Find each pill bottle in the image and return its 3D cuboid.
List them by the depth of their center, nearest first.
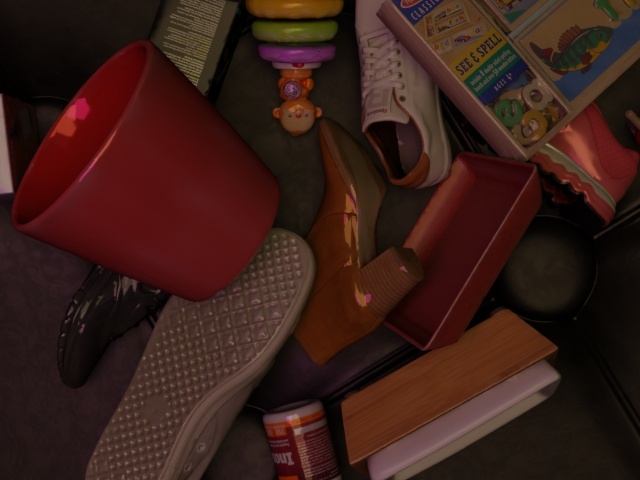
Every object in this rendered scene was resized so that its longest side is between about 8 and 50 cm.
[{"bbox_3d":[-0.020,0.297,1.566,0.086,0.086,0.152,-15,90,0],"label":"pill bottle"}]

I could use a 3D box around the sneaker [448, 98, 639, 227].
[{"bbox_3d":[0.300,-0.162,1.568,0.314,0.116,0.136,44,76,-3],"label":"sneaker"}]

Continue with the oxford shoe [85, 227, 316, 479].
[{"bbox_3d":[-0.151,0.179,1.542,0.169,0.130,0.449,34,94,28],"label":"oxford shoe"}]

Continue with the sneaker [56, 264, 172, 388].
[{"bbox_3d":[-0.263,0.075,1.560,0.130,0.109,0.286,25,92,-6],"label":"sneaker"}]

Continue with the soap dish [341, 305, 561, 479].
[{"bbox_3d":[0.165,0.207,1.506,0.291,0.229,0.118,-29,74,0],"label":"soap dish"}]

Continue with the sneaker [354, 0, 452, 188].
[{"bbox_3d":[0.099,-0.210,1.533,0.106,0.123,0.290,-16,90,32],"label":"sneaker"}]

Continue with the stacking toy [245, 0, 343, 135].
[{"bbox_3d":[-0.035,-0.288,1.547,0.175,0.166,0.301,-2,105,-9],"label":"stacking toy"}]

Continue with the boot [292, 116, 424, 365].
[{"bbox_3d":[0.001,0.001,1.556,0.211,0.104,0.295,-39,60,26],"label":"boot"}]

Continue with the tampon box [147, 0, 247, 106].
[{"bbox_3d":[-0.175,-0.250,1.545,0.101,0.120,0.161,20,90,-1],"label":"tampon box"}]

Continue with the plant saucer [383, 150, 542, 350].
[{"bbox_3d":[0.175,0.013,1.487,0.048,0.258,0.259,31,90,-16],"label":"plant saucer"}]

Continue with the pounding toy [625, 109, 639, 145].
[{"bbox_3d":[0.463,-0.136,1.535,0.100,0.141,0.130,-34,90,1],"label":"pounding toy"}]

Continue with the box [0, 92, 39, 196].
[{"bbox_3d":[-0.431,-0.117,1.521,0.091,0.170,0.130,-6,91,0],"label":"box"}]

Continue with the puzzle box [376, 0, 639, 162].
[{"bbox_3d":[0.306,-0.320,1.517,0.409,0.052,0.272,-42,90,-18],"label":"puzzle box"}]

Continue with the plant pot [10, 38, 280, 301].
[{"bbox_3d":[-0.201,-0.066,1.422,0.243,0.275,0.275,36,90,-27],"label":"plant pot"}]
